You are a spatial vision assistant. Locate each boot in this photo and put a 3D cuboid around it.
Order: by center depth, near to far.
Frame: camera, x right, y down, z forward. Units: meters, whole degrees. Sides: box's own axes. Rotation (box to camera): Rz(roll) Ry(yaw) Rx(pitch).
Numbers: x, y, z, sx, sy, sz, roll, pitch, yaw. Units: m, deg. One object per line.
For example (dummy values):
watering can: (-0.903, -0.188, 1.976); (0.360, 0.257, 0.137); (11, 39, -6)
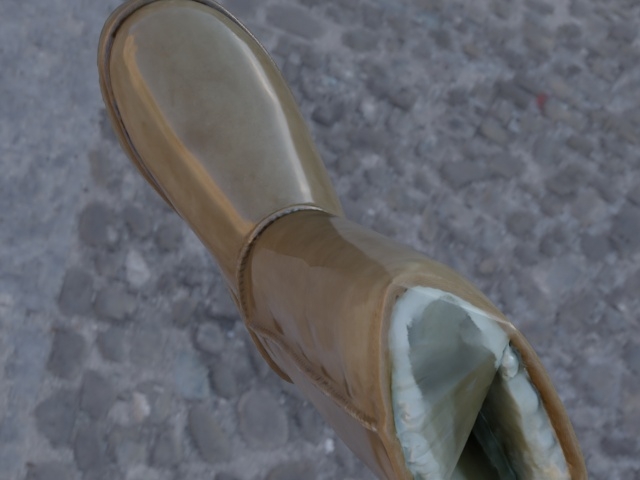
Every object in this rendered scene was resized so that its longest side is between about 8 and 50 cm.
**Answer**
boot: (0.000, 0.000, 0.594); (0.089, 0.269, 0.236); (-34, 108, -7)
